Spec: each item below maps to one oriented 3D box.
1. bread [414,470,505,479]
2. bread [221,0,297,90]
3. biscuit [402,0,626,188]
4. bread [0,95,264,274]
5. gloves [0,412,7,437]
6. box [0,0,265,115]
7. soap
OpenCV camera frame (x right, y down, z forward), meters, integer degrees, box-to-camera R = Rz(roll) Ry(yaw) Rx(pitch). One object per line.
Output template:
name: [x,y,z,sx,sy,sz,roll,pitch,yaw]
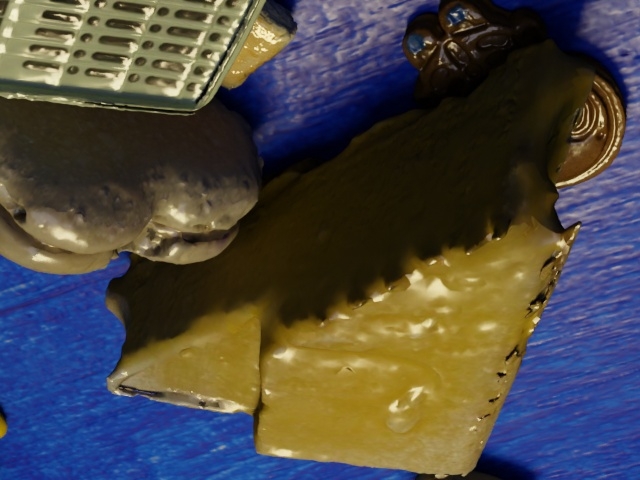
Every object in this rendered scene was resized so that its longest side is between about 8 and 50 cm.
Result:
bread: [0.126,0.234,1.308,0.115,0.056,0.082,10,117,-12]
bread: [-0.062,-0.141,1.009,0.070,0.035,0.083,31,137,-17]
biscuit: [0.130,-0.095,1.021,0.175,0.026,0.124,39,127,-24]
bread: [-0.203,-0.075,0.996,0.337,0.183,0.102,29,134,-11]
gloves: [-0.371,0.149,1.310,0.133,0.116,0.294,23,149,27]
box: [-0.163,-0.198,0.836,0.290,0.166,0.220,6,137,-26]
soap: [0.000,0.000,1.027,0.304,0.169,0.339,9,140,-3]
